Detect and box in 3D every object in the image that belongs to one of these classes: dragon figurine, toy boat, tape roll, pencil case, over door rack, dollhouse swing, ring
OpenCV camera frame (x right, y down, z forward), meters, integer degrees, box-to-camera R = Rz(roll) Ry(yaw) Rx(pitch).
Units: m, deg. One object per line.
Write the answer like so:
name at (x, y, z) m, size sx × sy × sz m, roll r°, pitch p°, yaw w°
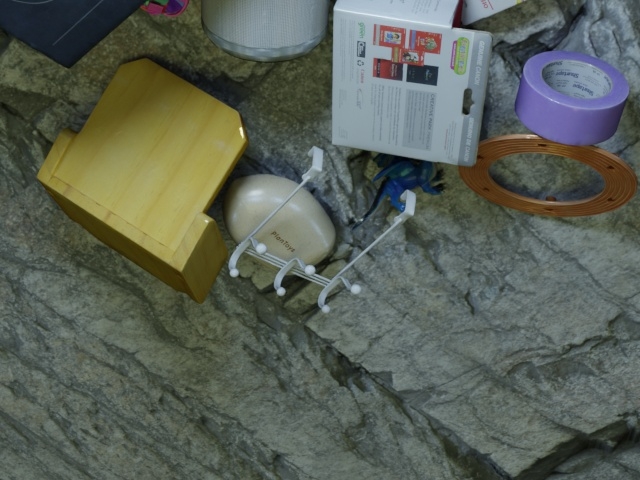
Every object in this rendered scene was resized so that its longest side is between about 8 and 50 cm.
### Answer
dragon figurine at (0.151, -0.133, 2.187) m, size 0.289 × 0.085 × 0.144 m, roll -27°, pitch 123°, yaw 25°
toy boat at (-0.144, -0.020, 2.293) m, size 0.318 × 0.148 × 0.267 m, roll -29°, pitch 127°, yaw 18°
tape roll at (0.446, -0.255, 1.985) m, size 0.189 × 0.189 × 0.080 m, roll 7°, pitch 131°, yaw 0°
pencil case at (-0.264, -0.456, 1.862) m, size 0.104 × 0.236 × 0.104 m, roll -3°, pitch 123°, yaw -4°
over door rack at (0.000, 0.000, 2.156) m, size 0.239 × 0.108 × 0.324 m, roll 24°, pitch 124°, yaw -25°
dollhouse swing at (-0.308, -0.122, 2.180) m, size 0.346 × 0.305 × 0.315 m, roll 31°, pitch 166°, yaw 14°
ring at (0.430, -0.127, 2.117) m, size 0.336 × 0.032 × 0.336 m, roll 12°, pitch 160°, yaw 4°

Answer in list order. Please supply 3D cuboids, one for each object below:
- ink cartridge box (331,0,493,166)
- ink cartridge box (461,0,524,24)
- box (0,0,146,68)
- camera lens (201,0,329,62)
ink cartridge box at (0.165, -0.298, 1.967) m, size 0.271 × 0.130 × 0.309 m, roll 12°, pitch 138°, yaw 10°
ink cartridge box at (0.308, -0.455, 1.911) m, size 0.181 × 0.062 × 0.104 m, roll -20°, pitch 125°, yaw 21°
box at (-0.400, -0.571, 1.592) m, size 0.480 × 0.297 × 0.471 m, roll -30°, pitch 133°, yaw 35°
camera lens at (-0.089, -0.451, 1.852) m, size 0.219 × 0.219 × 0.274 m, roll 6°, pitch 130°, yaw 1°
